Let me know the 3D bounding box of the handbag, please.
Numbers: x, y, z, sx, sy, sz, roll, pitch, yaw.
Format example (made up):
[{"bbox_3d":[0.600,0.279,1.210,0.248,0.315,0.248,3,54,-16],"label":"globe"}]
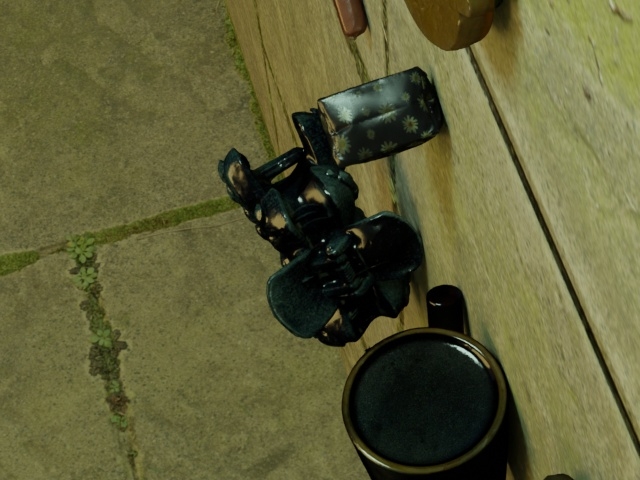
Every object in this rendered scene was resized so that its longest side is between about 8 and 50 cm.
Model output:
[{"bbox_3d":[0.071,-0.112,1.626,0.139,0.115,0.072,23,-131,-74],"label":"handbag"}]

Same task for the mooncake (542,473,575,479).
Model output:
[{"bbox_3d":[0.164,0.406,1.363,0.393,0.246,0.394,-102,1,-71],"label":"mooncake"}]

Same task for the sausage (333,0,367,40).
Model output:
[{"bbox_3d":[0.023,-0.301,1.872,0.030,0.035,0.147,-19,-88,-63],"label":"sausage"}]

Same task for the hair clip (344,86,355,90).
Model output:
[{"bbox_3d":[0.064,-0.139,1.851,0.275,0.048,0.083,-159,58,-83],"label":"hair clip"}]

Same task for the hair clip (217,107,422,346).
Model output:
[{"bbox_3d":[0.003,0.005,1.990,0.310,0.194,0.206,59,177,-28],"label":"hair clip"}]

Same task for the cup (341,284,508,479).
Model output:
[{"bbox_3d":[0.137,0.177,1.702,0.166,0.239,0.177,23,154,25],"label":"cup"}]

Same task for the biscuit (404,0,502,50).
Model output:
[{"bbox_3d":[0.099,-0.224,1.215,0.170,0.050,0.170,163,90,-77],"label":"biscuit"}]
